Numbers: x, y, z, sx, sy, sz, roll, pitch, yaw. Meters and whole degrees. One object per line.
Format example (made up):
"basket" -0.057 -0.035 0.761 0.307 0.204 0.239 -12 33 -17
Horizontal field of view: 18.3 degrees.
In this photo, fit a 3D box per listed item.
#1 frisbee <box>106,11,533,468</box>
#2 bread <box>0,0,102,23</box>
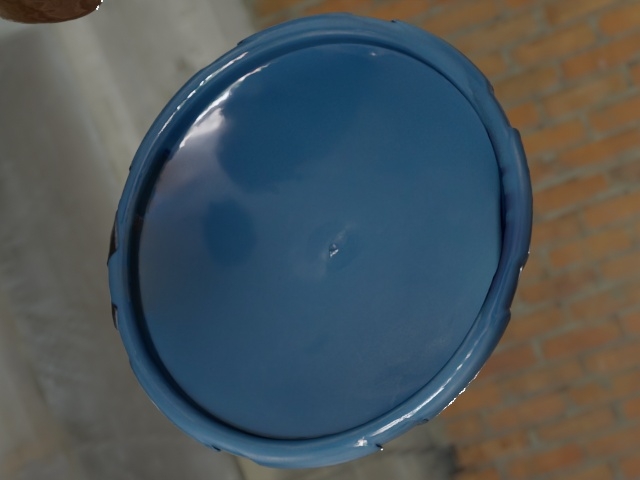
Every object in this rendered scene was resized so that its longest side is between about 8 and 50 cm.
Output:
"frisbee" 0.000 0.000 1.026 0.242 0.242 0.045 -20 158 21
"bread" -0.184 -0.253 1.092 0.270 0.270 0.148 -21 -145 11
